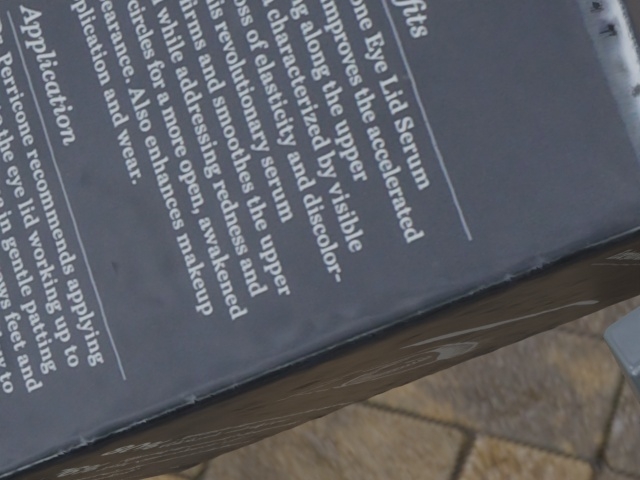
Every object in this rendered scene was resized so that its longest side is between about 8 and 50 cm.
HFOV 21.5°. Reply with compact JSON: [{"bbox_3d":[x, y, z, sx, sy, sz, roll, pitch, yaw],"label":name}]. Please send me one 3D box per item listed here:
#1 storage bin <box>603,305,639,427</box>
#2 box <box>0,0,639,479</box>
[{"bbox_3d":[0.239,0.064,1.014,0.135,0.091,0.098,-34,27,6],"label":"storage bin"},{"bbox_3d":[-0.006,-0.016,0.413,0.207,0.153,0.108,-23,80,21],"label":"box"}]
